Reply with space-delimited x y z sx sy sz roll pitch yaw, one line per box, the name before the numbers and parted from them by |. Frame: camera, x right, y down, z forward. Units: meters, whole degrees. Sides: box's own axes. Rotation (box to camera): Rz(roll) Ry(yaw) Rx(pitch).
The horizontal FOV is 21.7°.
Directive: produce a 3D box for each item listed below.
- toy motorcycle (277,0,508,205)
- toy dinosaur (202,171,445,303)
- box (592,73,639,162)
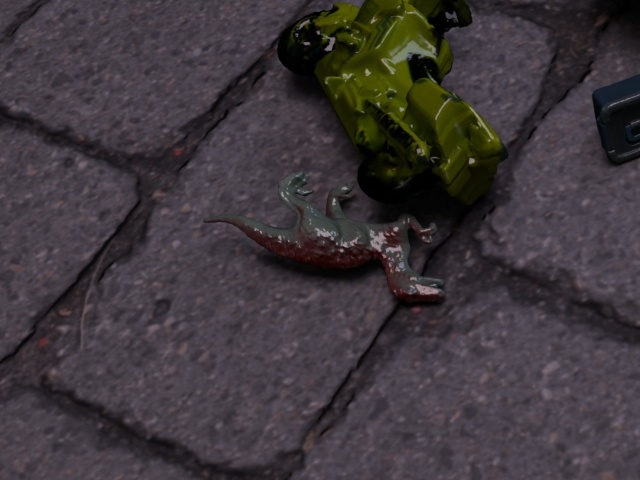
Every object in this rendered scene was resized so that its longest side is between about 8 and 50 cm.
toy motorcycle | 0.091 -0.170 1.778 0.206 0.142 0.342 -35 44 6
toy dinosaur | 0.000 0.000 1.699 0.242 0.053 0.167 -3 54 0
box | 0.329 -0.133 1.729 0.099 0.074 0.054 -20 34 -4
